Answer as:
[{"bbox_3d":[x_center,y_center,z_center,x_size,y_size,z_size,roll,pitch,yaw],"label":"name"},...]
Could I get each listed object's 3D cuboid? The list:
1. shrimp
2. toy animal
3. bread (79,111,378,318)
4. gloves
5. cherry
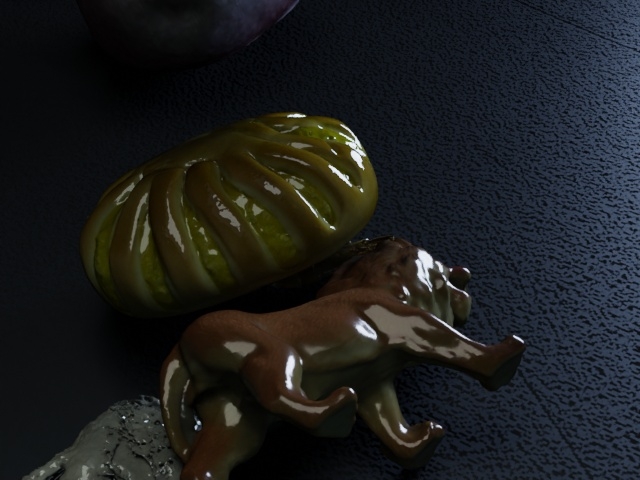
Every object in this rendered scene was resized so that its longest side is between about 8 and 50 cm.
[{"bbox_3d":[0.000,0.000,0.948,0.114,0.023,0.083,-14,40,-4],"label":"shrimp"},{"bbox_3d":[0.003,0.075,0.789,0.312,0.097,0.157,-14,42,-38],"label":"toy animal"},{"bbox_3d":[-0.066,-0.023,0.868,0.213,0.104,0.213,-17,16,5],"label":"bread"},{"bbox_3d":[-0.119,0.158,0.739,0.114,0.070,0.153,26,48,28],"label":"gloves"},{"bbox_3d":[-0.129,-0.246,1.107,0.266,0.183,0.213,-16,47,-11],"label":"cherry"}]
